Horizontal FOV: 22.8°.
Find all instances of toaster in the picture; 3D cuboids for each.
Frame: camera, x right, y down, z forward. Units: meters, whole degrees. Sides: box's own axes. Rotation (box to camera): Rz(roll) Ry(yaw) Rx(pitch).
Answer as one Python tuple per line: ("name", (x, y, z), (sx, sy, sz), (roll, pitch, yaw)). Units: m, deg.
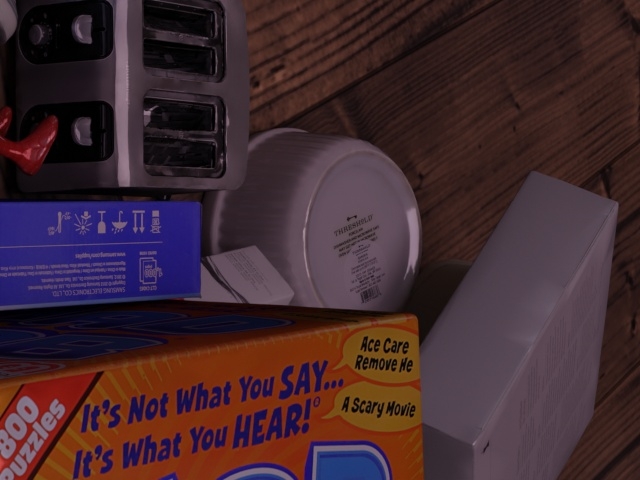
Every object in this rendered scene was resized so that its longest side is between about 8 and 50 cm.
("toaster", (-0.144, -0.115, 1.247), (0.186, 0.110, 0.168), (1, 90, -52))

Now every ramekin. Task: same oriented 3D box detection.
("ramekin", (0.000, 0.000, 1.419), (0.207, 0.109, 0.207), (0, 90, -49))

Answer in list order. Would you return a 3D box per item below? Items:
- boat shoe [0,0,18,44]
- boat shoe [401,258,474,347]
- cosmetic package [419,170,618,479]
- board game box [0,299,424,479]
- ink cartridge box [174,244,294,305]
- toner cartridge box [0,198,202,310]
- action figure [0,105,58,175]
("boat shoe", (-0.276, -0.243, 1.122), (0.081, 0.079, 0.227), (-54, 125, -28))
("boat shoe", (0.072, 0.126, 1.503), (0.305, 0.109, 0.091), (-37, 144, -42))
("cosmetic package", (0.170, 0.161, 1.497), (0.284, 0.097, 0.377), (-57, 157, -30))
("board game box", (-0.177, 0.232, 1.028), (0.356, 0.356, 0.356), (-7, 95, -49))
("ink cartridge box", (-0.107, 0.073, 1.292), (0.150, 0.063, 0.109), (-13, 143, -48))
("toner cartridge box", (-0.259, 0.008, 1.080), (0.348, 0.165, 0.075), (-2, 92, -48))
("action figure", (-0.298, -0.157, 1.091), (0.280, 0.091, 0.139), (25, 79, -47))
